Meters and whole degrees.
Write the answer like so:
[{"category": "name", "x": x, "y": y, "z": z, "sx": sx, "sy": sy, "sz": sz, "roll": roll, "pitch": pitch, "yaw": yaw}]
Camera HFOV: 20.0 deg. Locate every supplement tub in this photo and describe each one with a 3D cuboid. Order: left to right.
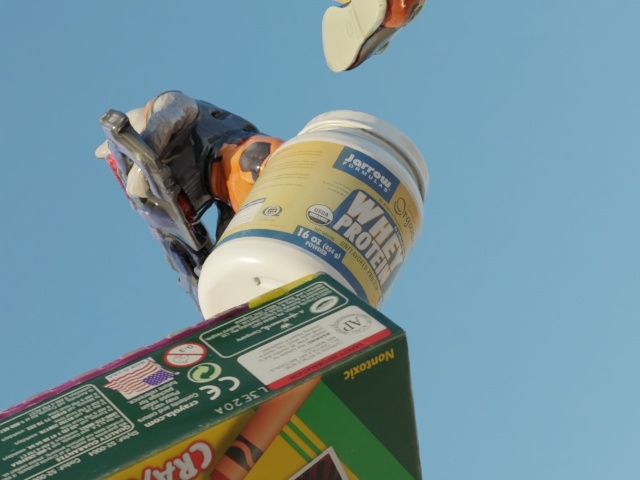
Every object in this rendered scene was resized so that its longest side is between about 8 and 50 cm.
[{"category": "supplement tub", "x": 0.000, "y": 0.000, "z": 1.502, "sx": 0.144, "sy": 0.144, "sz": 0.199, "roll": 85, "pitch": -155, "yaw": -44}]

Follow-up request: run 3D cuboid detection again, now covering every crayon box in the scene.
[{"category": "crayon box", "x": -0.105, "y": 0.232, "z": 1.090, "sx": 0.363, "sy": 0.106, "sz": 0.313, "roll": -24, "pitch": -56, "yaw": -24}]

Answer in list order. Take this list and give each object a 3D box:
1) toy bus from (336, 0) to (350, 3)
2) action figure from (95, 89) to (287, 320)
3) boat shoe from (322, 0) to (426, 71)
[{"category": "toy bus", "x": -0.008, "y": -0.280, "z": 1.705, "sx": 0.191, "sy": 0.202, "sz": 0.104, "roll": 30, "pitch": -101, "yaw": -21}, {"category": "action figure", "x": -0.078, "y": -0.044, "z": 1.876, "sx": 0.178, "sy": 0.330, "sz": 0.341, "roll": -57, "pitch": -24, "yaw": -25}, {"category": "boat shoe", "x": 0.037, "y": -0.159, "z": 1.319, "sx": 0.043, "sy": 0.049, "sz": 0.137, "roll": -14, "pitch": -10, "yaw": -22}]
